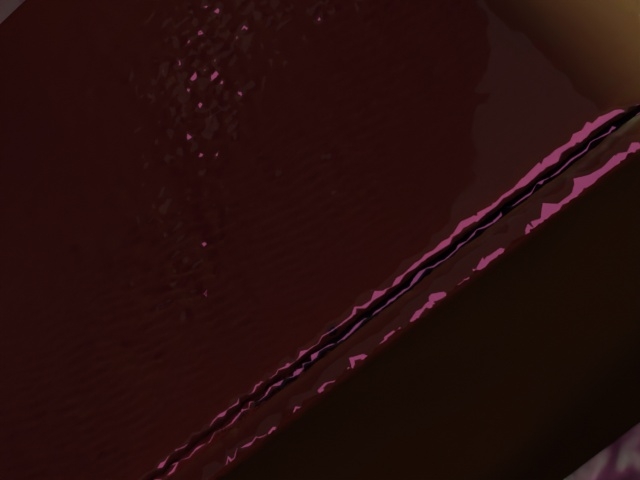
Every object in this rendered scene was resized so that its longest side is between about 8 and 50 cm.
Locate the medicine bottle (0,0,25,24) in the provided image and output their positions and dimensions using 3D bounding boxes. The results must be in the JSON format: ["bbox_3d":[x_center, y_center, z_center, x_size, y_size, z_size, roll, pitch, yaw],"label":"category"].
[{"bbox_3d":[-0.324,-0.241,0.828,0.213,0.213,0.378,-39,63,14],"label":"medicine bottle"}]

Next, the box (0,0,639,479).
[{"bbox_3d":[0.000,0.000,0.582,0.339,0.239,0.229,-39,60,14],"label":"box"}]
